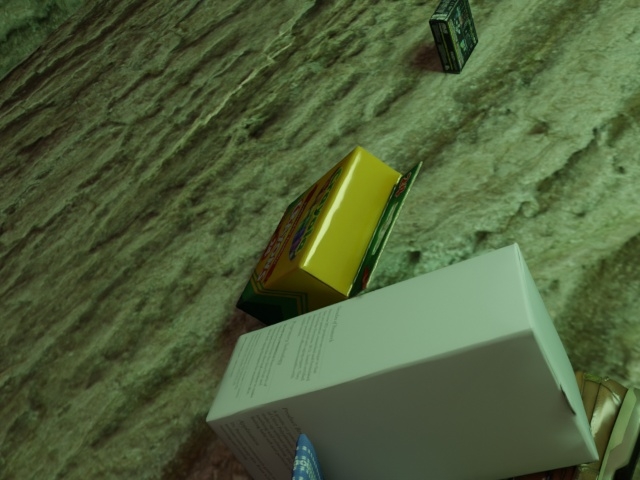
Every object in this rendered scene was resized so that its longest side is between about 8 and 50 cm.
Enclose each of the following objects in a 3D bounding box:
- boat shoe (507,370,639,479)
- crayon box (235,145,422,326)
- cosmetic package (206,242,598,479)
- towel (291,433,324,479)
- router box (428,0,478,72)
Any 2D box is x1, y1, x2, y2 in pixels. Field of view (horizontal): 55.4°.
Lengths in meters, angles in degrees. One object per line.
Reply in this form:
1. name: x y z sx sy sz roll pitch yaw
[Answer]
1. boat shoe: 0.257 0.281 0.658 0.104 0.110 0.307 17 54 37
2. crayon box: 0.000 0.000 0.864 0.318 0.081 0.202 -33 28 60
3. cosmetic package: 0.085 0.171 0.687 0.366 0.197 0.155 -20 26 20
4. towel: -0.031 0.391 0.556 0.040 0.243 0.336 0 38 11
5. router box: 0.252 -0.392 1.147 0.038 0.122 0.092 12 60 36
